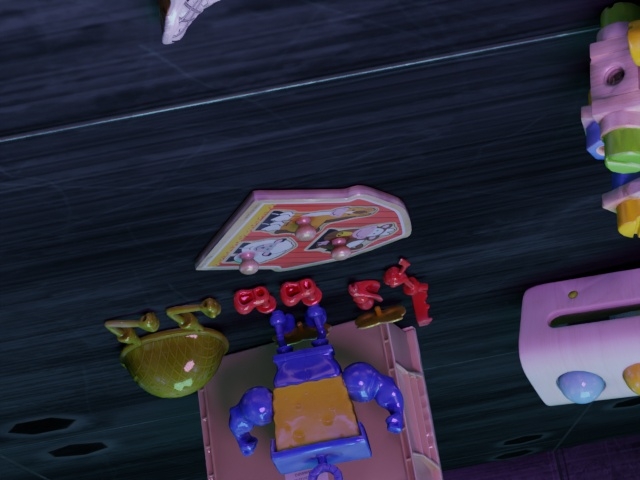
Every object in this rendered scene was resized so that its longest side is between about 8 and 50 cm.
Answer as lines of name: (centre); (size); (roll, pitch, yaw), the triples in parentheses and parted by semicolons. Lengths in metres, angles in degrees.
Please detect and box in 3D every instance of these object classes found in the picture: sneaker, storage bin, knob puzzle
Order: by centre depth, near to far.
sneaker: (-0.072, -0.138, 0.689); (0.037, 0.032, 0.083); (-5, 160, -16)
knob puzzle: (0.000, 0.000, 1.123); (0.213, 0.030, 0.213); (-10, 161, -4)
storage bin: (0.000, 0.247, 1.479); (0.262, 0.260, 0.123); (-16, 156, 16)

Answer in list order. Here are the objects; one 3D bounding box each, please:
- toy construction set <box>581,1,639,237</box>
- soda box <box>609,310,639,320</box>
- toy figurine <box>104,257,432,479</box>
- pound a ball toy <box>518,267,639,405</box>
toy construction set: (0.315, -0.113, 0.787); (0.327, 0.151, 0.215); (-23, 146, 21)
soda box: (0.462, 0.079, 1.544); (0.183, 0.063, 0.058); (-13, 161, 7)
toy figurine: (-0.040, 0.176, 1.314); (0.362, 0.217, 0.191); (-12, 161, 1)
pound a ball toy: (0.420, 0.140, 1.423); (0.319, 0.136, 0.208); (-10, 138, 27)
